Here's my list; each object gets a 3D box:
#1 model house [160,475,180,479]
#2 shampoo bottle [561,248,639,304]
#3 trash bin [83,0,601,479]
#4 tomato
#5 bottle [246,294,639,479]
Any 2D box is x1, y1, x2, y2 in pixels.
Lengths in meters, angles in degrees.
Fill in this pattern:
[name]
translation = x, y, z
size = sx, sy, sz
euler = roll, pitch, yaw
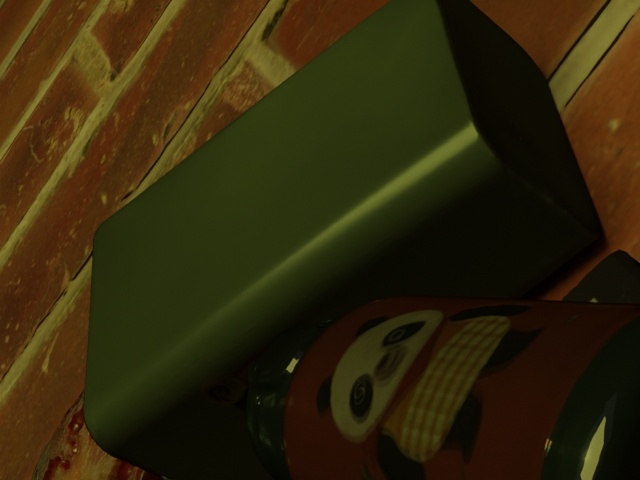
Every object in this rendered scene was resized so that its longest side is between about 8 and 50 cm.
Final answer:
[model house]
translation = -0.083, 0.297, 0.586
size = 0.323, 0.300, 0.340
euler = 2, 65, 61
[shampoo bottle]
translation = 0.190, 0.128, 0.540
size = 0.098, 0.071, 0.309
euler = -49, 33, 14
[trash bin]
translation = 0.000, 0.000, 0.833
size = 0.343, 0.158, 0.223
euler = -39, 37, 28
[tomato]
translation = -0.162, 0.205, 0.955
size = 0.225, 0.085, 0.225
euler = -38, 37, 36
[bottle]
translation = 0.071, 0.097, 0.550
size = 0.336, 0.144, 0.144
euler = -4, 60, 63
